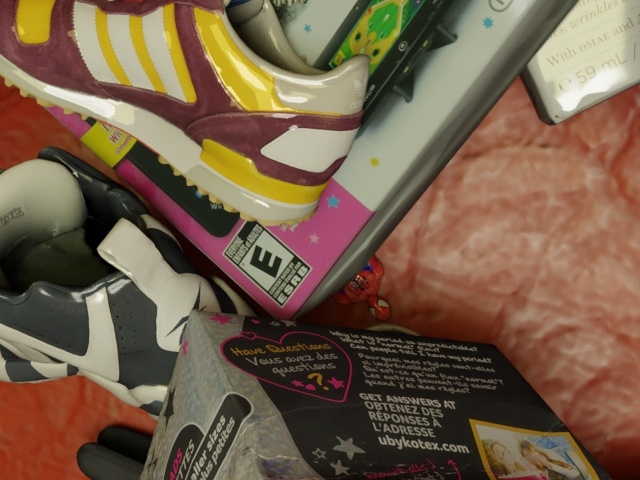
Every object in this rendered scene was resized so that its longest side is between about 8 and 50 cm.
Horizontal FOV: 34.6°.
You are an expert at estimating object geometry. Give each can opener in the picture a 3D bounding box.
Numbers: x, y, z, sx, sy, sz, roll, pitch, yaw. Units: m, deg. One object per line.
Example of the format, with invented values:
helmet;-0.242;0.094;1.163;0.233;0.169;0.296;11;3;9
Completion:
can opener;-0.052;0.154;0.579;0.186;0.059;0.073;24;97;5

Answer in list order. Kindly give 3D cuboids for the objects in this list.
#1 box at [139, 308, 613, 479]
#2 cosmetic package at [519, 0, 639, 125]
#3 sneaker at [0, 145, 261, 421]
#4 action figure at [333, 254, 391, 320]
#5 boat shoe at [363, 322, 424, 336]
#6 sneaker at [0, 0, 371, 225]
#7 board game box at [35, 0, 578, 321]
box;-0.004;0.173;0.450;0.163;0.142;0.247;9;111;-24
cosmetic package;0.117;-0.186;0.520;0.117;0.085;0.231;-27;92;9
sneaker;-0.146;0.008;0.503;0.235;0.153;0.094;19;61;37
action figure;0.000;0.000;0.578;0.038;0.030;0.115;-42;90;4
boat shoe;0.078;0.138;0.558;0.075;0.065;0.206;-30;90;8
sneaker;-0.066;-0.085;0.426;0.185;0.069;0.084;29;115;5
board game box;-0.052;-0.144;0.495;0.303;0.097;0.224;42;115;11
